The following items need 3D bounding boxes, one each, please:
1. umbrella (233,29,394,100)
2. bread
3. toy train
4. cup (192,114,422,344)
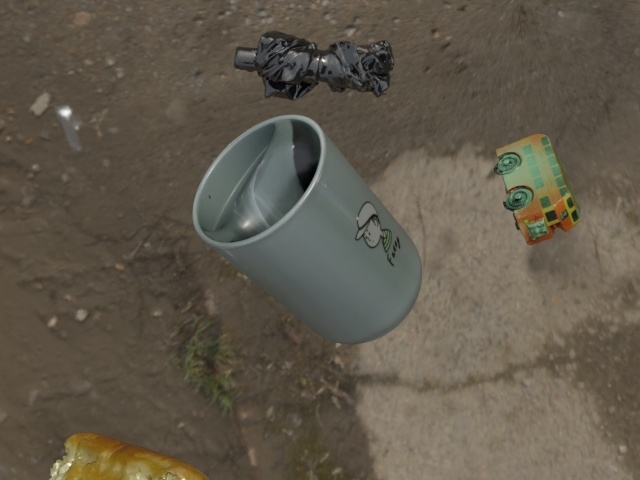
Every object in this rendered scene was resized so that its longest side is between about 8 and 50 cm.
[{"bbox_3d":[-0.012,-0.299,1.456,0.272,0.122,0.110,2,73,-3],"label":"umbrella"},{"bbox_3d":[-0.199,0.304,0.940,0.245,0.121,0.174,3,124,44],"label":"bread"},{"bbox_3d":[0.324,-0.084,1.279,0.099,0.188,0.072,-24,131,20],"label":"toy train"},{"bbox_3d":[0.000,0.000,1.155,0.205,0.206,0.312,-29,133,19],"label":"cup"}]
